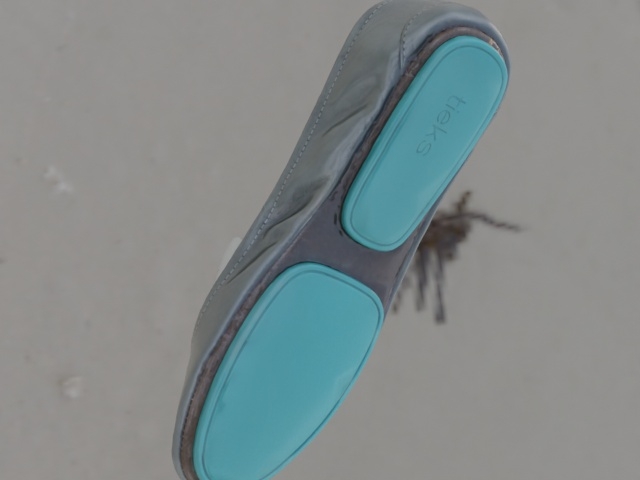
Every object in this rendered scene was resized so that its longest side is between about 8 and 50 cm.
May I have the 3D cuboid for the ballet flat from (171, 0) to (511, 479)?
[{"bbox_3d":[0.000,0.000,0.733,0.072,0.068,0.213,32,90,-38],"label":"ballet flat"}]
